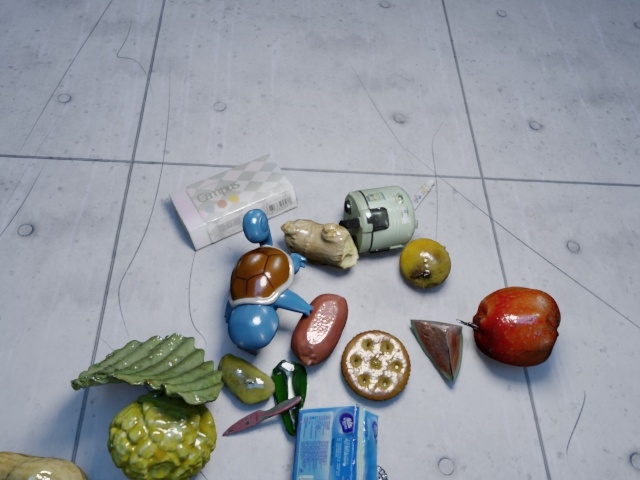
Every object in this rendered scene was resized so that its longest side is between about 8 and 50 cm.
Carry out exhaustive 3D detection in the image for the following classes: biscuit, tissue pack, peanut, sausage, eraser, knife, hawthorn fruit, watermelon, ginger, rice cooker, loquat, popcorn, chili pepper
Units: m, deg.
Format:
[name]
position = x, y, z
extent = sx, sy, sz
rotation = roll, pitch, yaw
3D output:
[biscuit]
position = 0.168, 0.380, 1.555
extent = 0.220, 0.066, 0.220
rotation = 1, 62, -3
[tissue pack]
position = 0.040, 0.585, 1.342
extent = 0.198, 0.146, 0.263
rotation = -16, 52, 31
[peanut]
position = -0.727, 0.602, 1.265
extent = 0.291, 0.159, 0.143
rotation = 13, 34, 1
[sausage]
position = -0.002, 0.267, 1.557
extent = 0.148, 0.148, 0.254
rotation = 23, 61, 6
[eraser]
position = -0.298, -0.140, 1.781
extent = 0.397, 0.082, 0.213
rotation = -26, 66, -20
[knife]
position = -0.166, 0.491, 1.436
extent = 0.247, 0.018, 0.035
rotation = -24, 58, 1
[hawthorn fruit]
position = 0.571, 0.254, 1.574
extent = 0.300, 0.254, 0.254
rotation = 11, 60, 2
[watermelon]
position = 0.359, 0.326, 1.567
extent = 0.136, 0.202, 0.207
rotation = -22, 55, 26
[ginger]
position = 0.000, 0.000, 1.674
extent = 0.276, 0.221, 0.130
rotation = 23, 69, -3
[rice cooker]
position = 0.187, -0.069, 1.727
extent = 0.244, 0.226, 0.226
rotation = -6, 61, -14
[loquat]
position = 0.354, 0.067, 1.709
extent = 0.172, 0.149, 0.204
rotation = 23, 46, 8
[popcorn]
position = -0.402, 0.503, 1.318
extent = 0.258, 0.224, 0.270
rotation = 36, 19, 12
[chili pepper]
position = -0.081, 0.454, 1.483
extent = 0.108, 0.062, 0.216
rotation = -4, 63, -10

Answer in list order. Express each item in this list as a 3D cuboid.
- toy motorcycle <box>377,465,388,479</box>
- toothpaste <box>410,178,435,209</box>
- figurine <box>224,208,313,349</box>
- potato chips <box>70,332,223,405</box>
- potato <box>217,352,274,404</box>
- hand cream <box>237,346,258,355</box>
[toy motorcycle]
position = 0.215, 0.734, 1.341
extent = 0.307, 0.108, 0.173
rotation = 31, 70, 9
[toothpaste]
position = 0.369, -0.165, 1.911
extent = 0.048, 0.031, 0.190
rotation = 38, 66, 10
[figurine]
position = -0.168, 0.124, 1.546
extent = 0.298, 0.243, 0.416
rotation = -2, 73, 11
[potato chips]
position = -0.443, 0.343, 1.369
extent = 0.373, 0.389, 0.097
rotation = 8, 94, -5
[potato]
position = -0.222, 0.401, 1.483
extent = 0.188, 0.085, 0.105
rotation = 36, 61, 18
[hand cream]
position = -0.183, 0.255, 1.598
extent = 0.067, 0.043, 0.209
rotation = 24, 65, 6
